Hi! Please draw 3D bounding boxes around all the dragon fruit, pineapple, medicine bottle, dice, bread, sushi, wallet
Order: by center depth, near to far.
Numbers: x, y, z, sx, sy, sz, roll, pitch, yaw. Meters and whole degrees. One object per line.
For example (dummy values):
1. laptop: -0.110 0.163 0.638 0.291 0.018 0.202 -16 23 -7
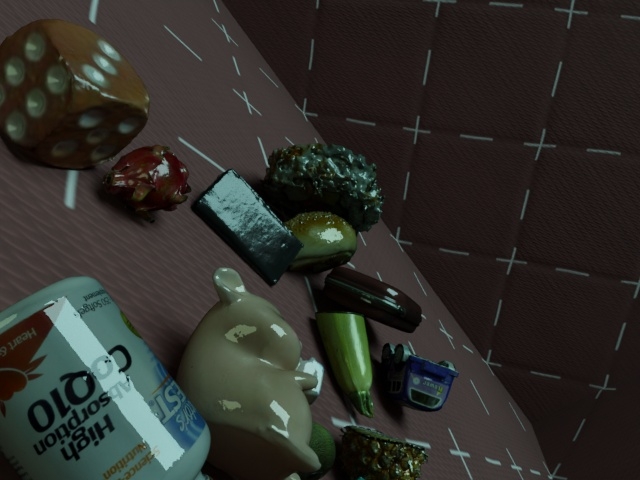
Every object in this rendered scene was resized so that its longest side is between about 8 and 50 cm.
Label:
1. medicine bottle: -0.219 0.191 0.475 0.289 0.157 0.157 53 17 -2
2. dice: -0.410 -0.235 0.758 0.174 0.175 0.179 57 21 8
3. dragon fruit: -0.314 -0.114 0.854 0.136 0.133 0.166 50 26 17
4. pineapple: 0.112 0.449 0.901 0.161 0.175 0.137 76 27 -71
5. wallet: -0.166 -0.032 1.123 0.285 0.030 0.146 48 61 -22
6. bread: 0.002 -0.001 1.343 0.314 0.192 0.171 9 66 -60
7. sushi: 0.010 -0.164 1.449 0.417 0.417 0.176 37 67 -44

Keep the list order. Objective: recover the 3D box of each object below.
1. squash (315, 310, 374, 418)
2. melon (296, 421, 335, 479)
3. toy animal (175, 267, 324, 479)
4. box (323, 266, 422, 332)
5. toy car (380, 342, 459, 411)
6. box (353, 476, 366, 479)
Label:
1. squash: 0.074 0.284 1.138 0.137 0.137 0.288 39 26 -41
2. melon: -0.035 0.347 0.762 0.162 0.099 0.099 38 23 -53
3. toy animal: -0.100 0.199 0.683 0.212 0.195 0.256 16 40 -9
4. box: 0.166 0.182 1.392 0.263 0.108 0.404 22 -6 26
5. toy car: 0.263 0.399 1.335 0.172 0.158 0.235 23 -16 -11
6. box: 0.116 0.542 0.806 0.245 0.092 0.153 44 21 -27
